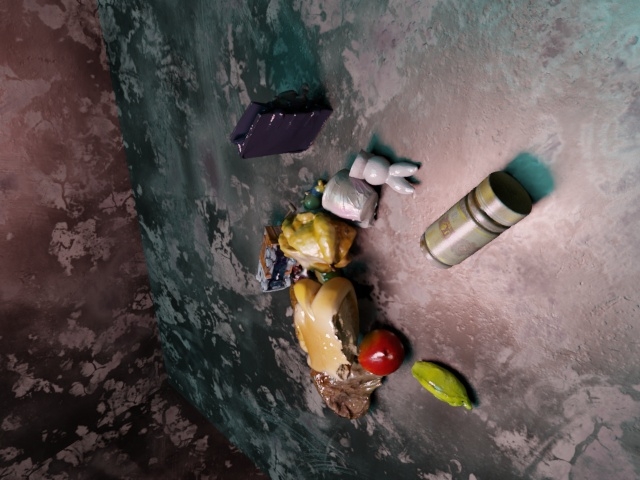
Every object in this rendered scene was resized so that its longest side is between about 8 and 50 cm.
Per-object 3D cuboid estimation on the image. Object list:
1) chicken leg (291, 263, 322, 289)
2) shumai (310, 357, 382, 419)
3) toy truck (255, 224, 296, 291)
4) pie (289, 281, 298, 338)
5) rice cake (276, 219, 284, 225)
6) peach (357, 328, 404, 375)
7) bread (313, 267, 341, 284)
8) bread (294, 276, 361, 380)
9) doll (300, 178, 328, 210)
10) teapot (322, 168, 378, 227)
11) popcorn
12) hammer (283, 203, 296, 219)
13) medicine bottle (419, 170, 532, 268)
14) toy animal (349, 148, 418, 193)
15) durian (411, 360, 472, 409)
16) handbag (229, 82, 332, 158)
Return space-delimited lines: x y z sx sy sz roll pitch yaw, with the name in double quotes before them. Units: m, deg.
"chicken leg" -0.032 0.234 2.023 0.096 0.157 0.406 -9 135 13
"shumai" 0.138 0.606 2.049 0.346 0.217 0.283 39 100 -17
"toy truck" -0.201 0.079 2.047 0.162 0.137 0.305 60 147 39
"pie" -0.096 0.318 2.097 0.273 0.069 0.273 168 90 -89
"rice cake" -0.191 0.006 2.129 0.080 0.042 0.221 41 133 14
"peach" 0.241 0.440 1.820 0.198 0.197 0.197 23 126 36
"bread" 0.035 0.131 1.948 0.094 0.083 0.157 -25 90 34
"bread" 0.028 0.343 1.780 0.246 0.328 0.423 -5 122 5
"doll" -0.019 -0.171 1.830 0.179 0.102 0.088 132 148 -51
"teapot" 0.108 -0.127 1.662 0.178 0.163 0.221 33 133 23
"popcorn" 0.000 0.000 1.780 0.316 0.280 0.297 -6 150 37
"hammer" -0.141 -0.118 2.032 0.035 0.019 0.110 55 144 8
"medicine bottle" 0.443 -0.048 1.369 0.151 0.151 0.322 53 138 10
"toy animal" 0.219 -0.228 1.563 0.221 0.131 0.103 20 94 7
"durian" 0.452 0.533 1.727 0.250 0.101 0.139 26 163 34
"handbag" -0.135 -0.417 1.630 0.118 0.326 0.269 59 137 14
